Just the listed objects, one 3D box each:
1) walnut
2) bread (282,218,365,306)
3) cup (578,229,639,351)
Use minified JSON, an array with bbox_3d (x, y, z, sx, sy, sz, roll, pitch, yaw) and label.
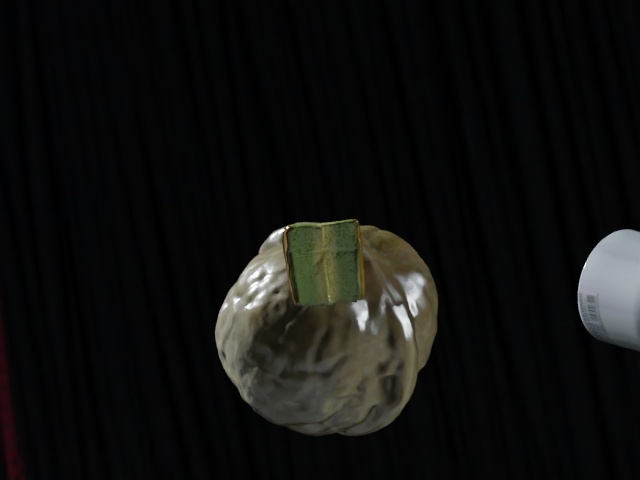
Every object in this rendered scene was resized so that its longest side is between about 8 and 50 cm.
[{"bbox_3d":[0.010,0.093,1.776,0.248,0.248,0.248,-8,-8,-1],"label":"walnut"},{"bbox_3d":[0.000,-0.002,1.554,0.074,0.084,0.139,-6,22,-2],"label":"bread"},{"bbox_3d":[0.396,0.080,1.818,0.134,0.173,0.142,-44,33,-21],"label":"cup"}]
